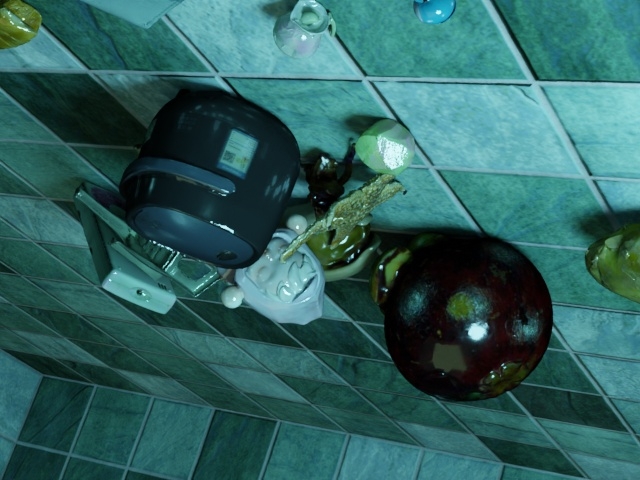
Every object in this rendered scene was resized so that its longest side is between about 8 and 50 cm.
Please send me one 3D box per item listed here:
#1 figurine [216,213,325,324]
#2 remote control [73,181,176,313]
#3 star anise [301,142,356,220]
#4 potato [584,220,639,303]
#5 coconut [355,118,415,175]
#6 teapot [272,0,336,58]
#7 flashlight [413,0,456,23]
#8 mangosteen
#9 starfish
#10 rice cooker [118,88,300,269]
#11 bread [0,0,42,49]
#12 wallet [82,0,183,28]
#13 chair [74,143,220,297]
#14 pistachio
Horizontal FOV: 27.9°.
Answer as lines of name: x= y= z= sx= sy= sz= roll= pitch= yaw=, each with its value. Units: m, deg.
figurine: x=-0.105 y=0.031 z=2.123 sx=0.276 sy=0.200 sz=0.133 roll=38 pitch=161 yaw=13
remote control: x=-0.368 y=0.007 z=2.385 sx=0.145 sy=0.050 sz=0.344 roll=27 pitch=-162 yaw=-31
star anise: x=0.018 y=-0.102 z=2.015 sx=0.070 sy=0.097 sz=0.191 roll=1 pitch=159 yaw=-14
potato: x=0.525 y=0.039 z=1.840 sx=0.296 sy=0.141 sz=0.191 roll=8 pitch=174 yaw=25
coconut: x=0.098 y=-0.133 z=1.857 sx=0.083 sy=0.081 sz=0.082 roll=-3 pitch=110 yaw=36
teapot: x=-0.014 y=-0.270 z=1.630 sx=0.083 sy=0.064 sz=0.064 roll=-8 pitch=164 yaw=-26
flashlight: x=0.110 y=-0.297 z=1.460 sx=0.051 sy=0.051 sz=0.129 roll=2 pitch=148 yaw=39
mangosteen: x=0.235 y=0.124 z=2.141 sx=0.311 sy=0.311 sz=0.311 roll=16 pitch=160 yaw=6
starfish: x=0.035 y=-0.040 z=1.997 sx=0.048 sy=0.231 sz=0.295 roll=55 pitch=147 yaw=8
rice cooker: x=-0.167 y=-0.098 z=1.967 sx=0.267 sy=0.225 sz=0.267 roll=16 pitch=162 yaw=5
bread: x=-0.467 y=-0.318 z=1.899 sx=0.074 sy=0.053 sz=0.132 roll=34 pitch=157 yaw=-36
wallet: x=-0.259 y=-0.369 z=1.586 sx=0.251 sy=0.054 sz=0.290 roll=25 pitch=155 yaw=-28
chair: x=-0.258 y=-0.027 z=2.280 sx=0.203 sy=0.190 sz=0.275 roll=47 pitch=179 yaw=44
pistachio: x=0.000 y=0.000 z=2.217 sx=0.237 sy=0.153 sz=0.138 roll=-3 pitch=114 yaw=44
